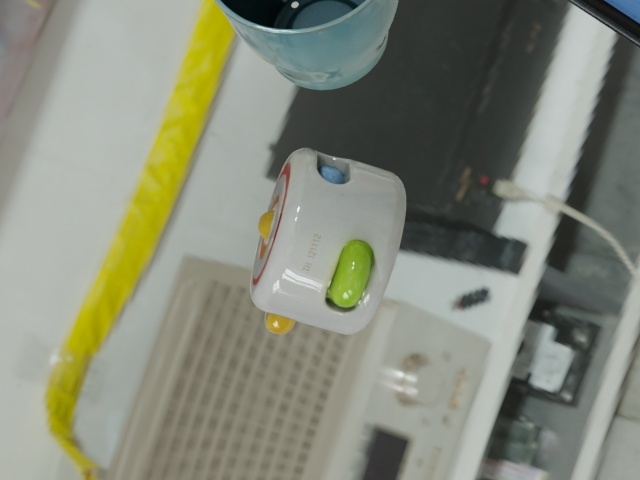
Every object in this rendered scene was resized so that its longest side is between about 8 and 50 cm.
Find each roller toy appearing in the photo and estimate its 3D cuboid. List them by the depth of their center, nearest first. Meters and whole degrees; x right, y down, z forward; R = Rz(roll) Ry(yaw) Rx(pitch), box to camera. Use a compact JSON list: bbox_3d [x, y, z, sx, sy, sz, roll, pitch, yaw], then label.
[{"bbox_3d":[0.000,0.000,1.740,0.209,0.146,0.191,124,160,-64],"label":"roller toy"}]

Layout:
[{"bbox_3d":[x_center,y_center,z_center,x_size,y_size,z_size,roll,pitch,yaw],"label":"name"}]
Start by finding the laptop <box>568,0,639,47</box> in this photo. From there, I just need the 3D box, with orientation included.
[{"bbox_3d":[0.143,-0.247,0.731,0.264,0.234,0.136,-56,0,5],"label":"laptop"}]

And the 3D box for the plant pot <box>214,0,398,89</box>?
[{"bbox_3d":[-0.009,-0.347,2.157,0.271,0.255,0.272,-3,68,8],"label":"plant pot"}]
